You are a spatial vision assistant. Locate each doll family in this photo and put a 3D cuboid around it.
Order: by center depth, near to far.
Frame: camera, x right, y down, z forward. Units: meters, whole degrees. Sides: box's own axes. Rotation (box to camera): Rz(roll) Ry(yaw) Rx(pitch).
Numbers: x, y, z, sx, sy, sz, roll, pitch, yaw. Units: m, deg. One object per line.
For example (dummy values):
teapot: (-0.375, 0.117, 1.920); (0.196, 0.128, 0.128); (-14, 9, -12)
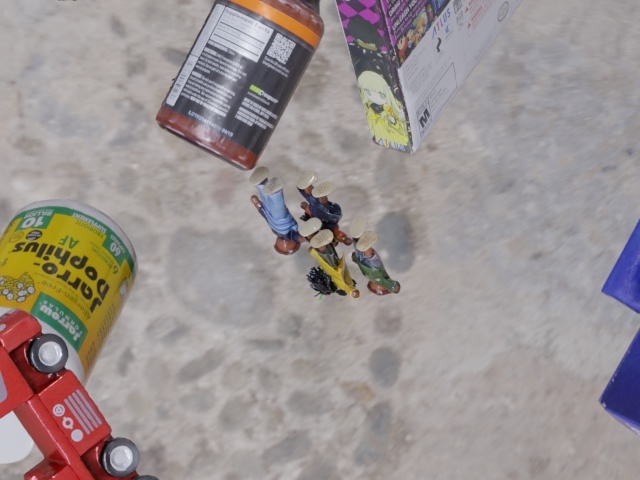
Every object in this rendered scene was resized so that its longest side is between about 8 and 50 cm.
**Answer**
doll family: (0.000, 0.000, 1.553); (0.076, 0.111, 0.193); (-33, 53, -7)

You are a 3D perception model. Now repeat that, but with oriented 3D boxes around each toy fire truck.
toy fire truck: (-0.146, 0.145, 0.787); (0.135, 0.047, 0.192); (-37, 101, -24)

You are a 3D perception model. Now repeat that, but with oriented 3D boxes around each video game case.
video game case: (0.087, -0.212, 1.110); (0.042, 0.232, 0.210); (17, 145, 29)

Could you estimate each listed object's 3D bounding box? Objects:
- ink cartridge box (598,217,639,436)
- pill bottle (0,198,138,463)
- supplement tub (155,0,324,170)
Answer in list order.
ink cartridge box: (0.386, 0.073, 1.117); (0.395, 0.151, 0.270); (24, 83, 47)
pill bottle: (-0.229, 0.071, 1.263); (0.117, 0.208, 0.117); (9, 131, 10)
supplement tub: (-0.064, -0.171, 1.479); (0.106, 0.106, 0.198); (28, 90, 12)
